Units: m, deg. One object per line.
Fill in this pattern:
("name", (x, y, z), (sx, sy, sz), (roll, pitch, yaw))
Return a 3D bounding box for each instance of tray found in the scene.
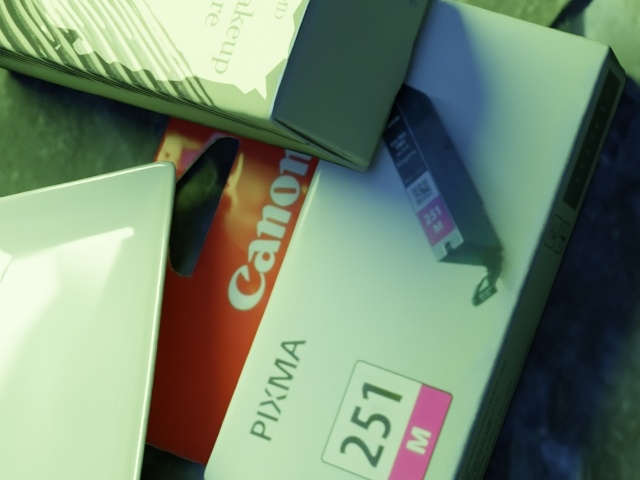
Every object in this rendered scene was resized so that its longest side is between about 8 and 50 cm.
("tray", (-0.144, 0.088, 1.003), (0.145, 0.030, 0.270), (-11, 54, 22))

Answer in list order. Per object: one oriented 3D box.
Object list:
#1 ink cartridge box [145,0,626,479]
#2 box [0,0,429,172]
("ink cartridge box", (0.000, 0.000, 1.006), (0.239, 0.060, 0.275), (19, 87, 21))
("box", (-0.086, -0.125, 1.008), (0.275, 0.094, 0.113), (16, 85, 36))
